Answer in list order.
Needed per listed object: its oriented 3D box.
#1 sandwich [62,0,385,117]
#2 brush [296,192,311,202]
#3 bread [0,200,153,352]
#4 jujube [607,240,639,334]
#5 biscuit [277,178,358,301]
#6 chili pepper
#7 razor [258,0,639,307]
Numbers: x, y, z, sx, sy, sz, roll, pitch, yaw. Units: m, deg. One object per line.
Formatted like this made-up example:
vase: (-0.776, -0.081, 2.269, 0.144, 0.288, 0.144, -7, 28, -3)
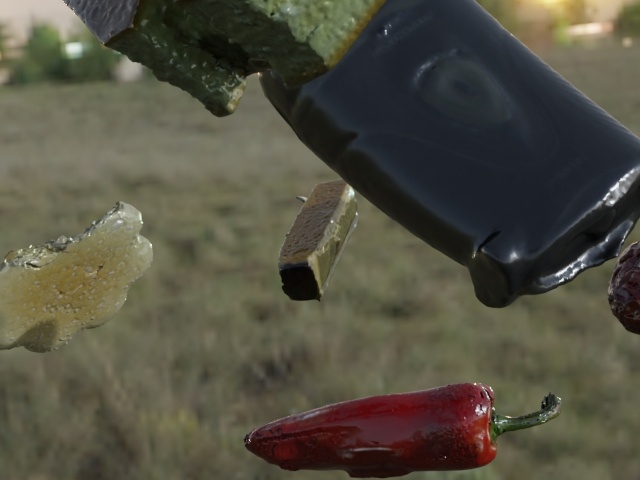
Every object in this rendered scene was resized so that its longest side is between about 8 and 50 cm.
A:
sandwich: (-0.051, -0.133, 1.009, 0.244, 0.088, 0.090, -17, -35, 41)
brush: (-0.013, -0.052, 2.326, 0.016, 0.013, 0.083, 32, 7, 13)
bread: (-0.320, 0.061, 2.311, 0.251, 0.182, 0.039, -27, 46, -19)
jujube: (0.321, 0.049, 1.797, 0.077, 0.077, 0.129, -4, 22, 18)
biscuit: (0.000, 0.000, 1.948, 0.052, 0.056, 0.188, -11, 26, 22)
chili pepper: (0.098, 0.230, 2.226, 0.387, 0.110, 0.110, -6, 6, 10)
razor: (0.112, -0.096, 1.537, 0.204, 0.113, 0.349, -34, 61, -23)
